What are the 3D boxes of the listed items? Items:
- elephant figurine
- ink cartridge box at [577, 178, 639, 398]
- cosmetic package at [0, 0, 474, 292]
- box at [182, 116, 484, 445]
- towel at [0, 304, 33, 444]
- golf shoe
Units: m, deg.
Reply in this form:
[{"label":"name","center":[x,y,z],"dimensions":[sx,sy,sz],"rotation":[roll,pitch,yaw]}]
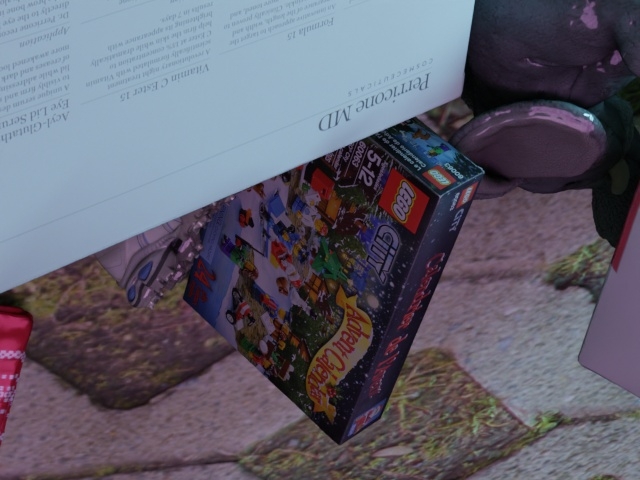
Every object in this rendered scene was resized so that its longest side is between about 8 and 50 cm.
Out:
[{"label":"elephant figurine","center":[0.139,-0.092,1.050],"dimensions":[0.169,0.186,0.239],"rotation":[-39,159,-44]},{"label":"ink cartridge box","center":[0.312,-0.047,1.097],"dimensions":[0.306,0.131,0.226],"rotation":[-44,155,-34]},{"label":"cosmetic package","center":[-0.075,-0.148,0.796],"dimensions":[0.377,0.097,0.284],"rotation":[-24,134,-35]},{"label":"box","center":[0.000,0.000,1.082],"dimensions":[0.044,0.159,0.233],"rotation":[-28,150,-39]},{"label":"towel","center":[-0.308,0.162,1.122],"dimensions":[0.199,0.031,0.275],"rotation":[8,104,-33]},{"label":"golf shoe","center":[-0.098,-0.036,1.052],"dimensions":[0.176,0.086,0.069],"rotation":[-52,174,35]}]
